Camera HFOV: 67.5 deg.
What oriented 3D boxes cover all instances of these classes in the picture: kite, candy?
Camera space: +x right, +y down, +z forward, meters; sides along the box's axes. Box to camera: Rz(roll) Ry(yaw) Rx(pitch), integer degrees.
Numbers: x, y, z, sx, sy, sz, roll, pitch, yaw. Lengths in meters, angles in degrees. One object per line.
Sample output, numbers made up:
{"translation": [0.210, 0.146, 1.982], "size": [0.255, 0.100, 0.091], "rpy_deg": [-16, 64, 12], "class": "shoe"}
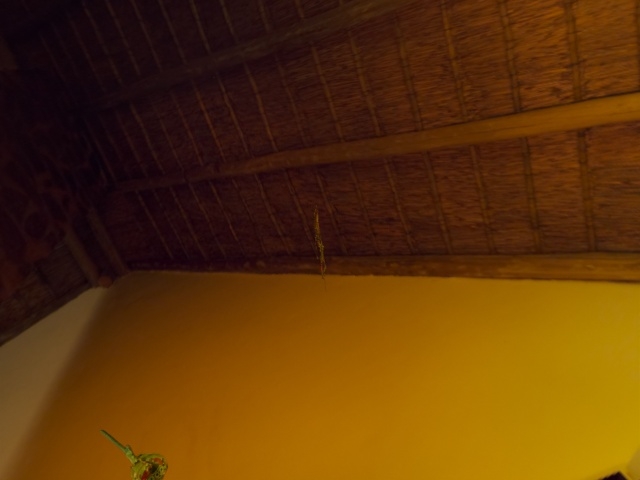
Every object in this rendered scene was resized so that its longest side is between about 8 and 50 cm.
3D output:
{"translation": [0.000, 0.000, 0.901], "size": [0.010, 0.160, 0.183], "rpy_deg": [-7, -28, 3], "class": "kite"}
{"translation": [-0.222, 0.246, 0.557], "size": [0.035, 0.123, 0.035], "rpy_deg": [26, -99, -52], "class": "candy"}
